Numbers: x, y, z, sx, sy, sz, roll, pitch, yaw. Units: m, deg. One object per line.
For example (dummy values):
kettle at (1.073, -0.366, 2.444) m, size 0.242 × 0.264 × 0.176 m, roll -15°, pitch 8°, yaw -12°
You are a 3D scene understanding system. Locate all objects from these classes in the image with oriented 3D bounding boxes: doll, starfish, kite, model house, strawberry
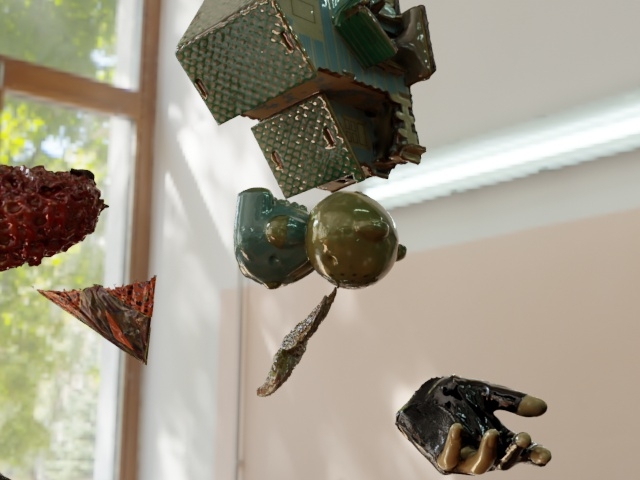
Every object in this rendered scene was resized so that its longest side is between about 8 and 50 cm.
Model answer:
doll at (0.000, 0.000, 1.732) m, size 0.260 × 0.161 × 0.177 m, roll -2°, pitch -19°, yaw 17°
starfish at (-0.044, 0.171, 1.677) m, size 0.043 × 0.227 × 0.240 m, roll 30°, pitch 15°, yaw 2°
kite at (-0.225, 0.094, 1.191) m, size 0.222 × 0.008 × 0.125 m, roll -7°, pitch -56°, yaw 41°
model house at (-0.016, -0.188, 1.029) m, size 0.178 × 0.271 × 0.206 m, roll -17°, pitch -19°, yaw 41°
strawberry at (-0.321, -0.026, 1.101) m, size 0.188 × 0.121 × 0.082 m, roll -12°, pitch 14°, yaw 6°

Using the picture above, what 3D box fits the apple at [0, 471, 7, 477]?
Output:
apple at (-0.436, 0.377, 1.316) m, size 0.174 × 0.207 × 0.188 m, roll -10°, pitch 9°, yaw -32°

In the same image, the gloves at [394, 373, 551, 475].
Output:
gloves at (0.281, 0.327, 1.861) m, size 0.152 × 0.197 × 0.301 m, roll 54°, pitch -21°, yaw -22°

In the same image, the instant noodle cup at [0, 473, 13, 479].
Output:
instant noodle cup at (-0.330, 0.319, 0.845) m, size 0.340 × 0.340 × 0.266 m, roll 4°, pitch -5°, yaw -13°
